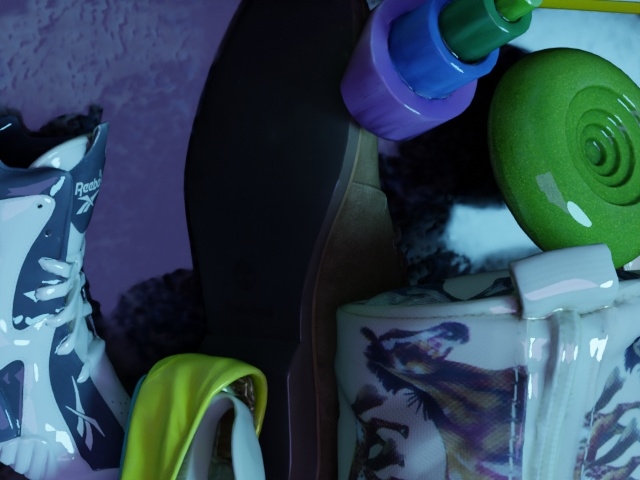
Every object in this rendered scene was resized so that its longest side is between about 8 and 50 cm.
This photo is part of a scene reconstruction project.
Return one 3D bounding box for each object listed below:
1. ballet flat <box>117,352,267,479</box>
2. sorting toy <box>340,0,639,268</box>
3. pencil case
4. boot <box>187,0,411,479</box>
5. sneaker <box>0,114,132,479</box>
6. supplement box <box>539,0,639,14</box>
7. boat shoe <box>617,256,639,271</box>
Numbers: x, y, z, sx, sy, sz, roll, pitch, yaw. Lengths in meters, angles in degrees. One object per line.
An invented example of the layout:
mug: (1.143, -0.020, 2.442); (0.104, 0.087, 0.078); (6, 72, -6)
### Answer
ballet flat: (-0.066, 0.157, 0.498); (0.077, 0.230, 0.077); (-9, 147, 28)
sorting toy: (0.191, -0.050, 0.554); (0.366, 0.126, 0.127); (20, 66, -28)
pencil case: (0.086, 0.205, 0.507); (0.160, 0.183, 0.410); (0, 91, -17)
boot: (0.000, 0.000, 0.599); (0.115, 0.112, 0.305); (-2, 99, -44)
sneaker: (-0.136, 0.018, 0.554); (0.235, 0.094, 0.153); (44, 98, -8)
supplement box: (0.033, -0.230, 0.458); (0.357, 0.194, 0.195); (0, 78, -14)
boat shoe: (0.221, 0.038, 0.662); (0.063, 0.059, 0.170); (-30, 107, -6)
